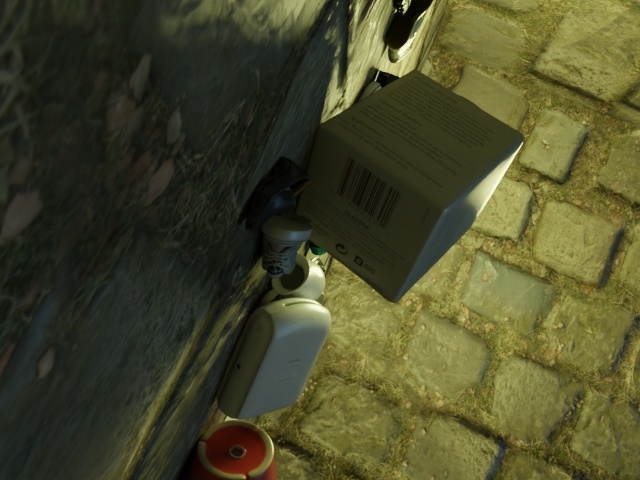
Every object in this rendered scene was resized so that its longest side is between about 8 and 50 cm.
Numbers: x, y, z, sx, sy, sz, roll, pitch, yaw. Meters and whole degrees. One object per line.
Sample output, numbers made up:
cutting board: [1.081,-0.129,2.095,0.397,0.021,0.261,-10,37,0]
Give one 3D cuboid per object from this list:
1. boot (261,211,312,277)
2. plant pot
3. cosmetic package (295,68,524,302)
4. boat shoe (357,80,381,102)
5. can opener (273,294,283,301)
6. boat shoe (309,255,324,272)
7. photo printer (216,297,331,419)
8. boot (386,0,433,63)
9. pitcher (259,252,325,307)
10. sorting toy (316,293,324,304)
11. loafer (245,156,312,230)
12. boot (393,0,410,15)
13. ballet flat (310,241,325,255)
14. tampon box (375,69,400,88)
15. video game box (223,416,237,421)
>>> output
boot: [-0.071,0.018,1.106,0.258,0.095,0.123,-36,143,-82]
plant pot: [-0.232,0.625,1.487,0.275,0.275,0.243,-56,161,-60]
cosmetic package: [0.202,-0.138,1.356,0.394,0.329,0.327,-37,157,-38]
boat shoe: [0.127,-0.327,1.573,0.096,0.088,0.267,105,11,-59]
can opener: [-0.151,0.272,1.727,0.283,0.076,0.095,-67,-153,11]
boat shoe: [-0.022,0.099,1.969,0.081,0.068,0.228,-31,178,6]
photo printer: [-0.107,0.287,1.448,0.256,0.107,0.307,5,113,-54]
boot: [0.251,-0.612,1.602,0.213,0.077,0.165,-61,174,4]
pitcher: [-0.077,0.124,1.522,0.178,0.125,0.207,-45,164,1]
sorting toy: [-0.101,0.271,1.748,0.229,0.041,0.307,19,-93,65]
loafer: [-0.068,-0.073,0.931,0.170,0.061,0.062,-60,174,-39]
boot: [0.218,-0.621,1.405,0.121,0.045,0.099,-59,173,10]
ballet flat: [0.000,0.000,1.945,0.188,0.070,0.070,108,8,-74]
tampon box: [0.203,-0.410,1.707,0.120,0.101,0.161,-116,-133,-68]
video game box: [-0.301,0.632,1.854,0.187,0.048,0.205,-60,173,-64]
